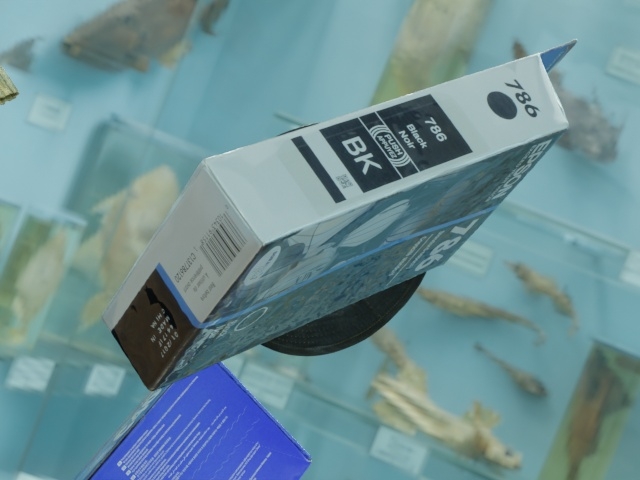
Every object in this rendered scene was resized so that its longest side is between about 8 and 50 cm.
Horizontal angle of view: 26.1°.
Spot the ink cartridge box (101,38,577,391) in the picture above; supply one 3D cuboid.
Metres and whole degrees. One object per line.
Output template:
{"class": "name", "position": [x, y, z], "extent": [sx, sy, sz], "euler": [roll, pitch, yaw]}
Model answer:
{"class": "ink cartridge box", "position": [0.036, -0.022, 0.854], "extent": [0.333, 0.165, 0.065], "euler": [-24, 70, -40]}

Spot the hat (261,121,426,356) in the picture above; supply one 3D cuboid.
{"class": "hat", "position": [0.000, 0.000, 1.965], "extent": [0.331, 0.331, 0.134], "euler": [22, 0, 3]}

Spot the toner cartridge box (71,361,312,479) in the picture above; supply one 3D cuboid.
{"class": "toner cartridge box", "position": [-0.162, 0.272, 1.280], "extent": [0.165, 0.348, 0.075], "euler": [47, -43, -7]}

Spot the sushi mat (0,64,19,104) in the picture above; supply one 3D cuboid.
{"class": "sushi mat", "position": [-0.521, -0.270, 1.722], "extent": [0.316, 0.151, 0.019], "euler": [54, -23, 13]}
